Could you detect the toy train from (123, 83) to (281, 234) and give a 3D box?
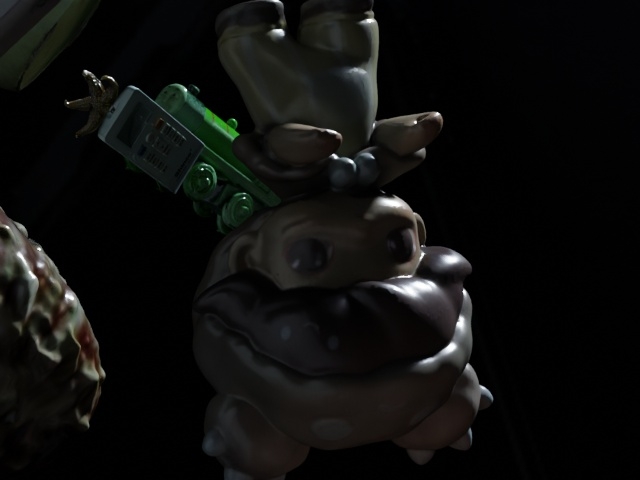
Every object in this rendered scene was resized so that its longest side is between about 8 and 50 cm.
[{"bbox_3d":[-0.121,-0.087,1.702,0.085,0.251,0.119,18,-104,42],"label":"toy train"}]

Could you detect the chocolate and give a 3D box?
[{"bbox_3d":[-0.319,0.073,1.272,0.225,0.340,0.210,-45,-140,-18],"label":"chocolate"}]

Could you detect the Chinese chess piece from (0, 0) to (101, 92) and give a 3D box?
[{"bbox_3d":[-0.293,-0.244,1.536,0.188,0.083,0.188,-51,-175,7],"label":"Chinese chess piece"}]

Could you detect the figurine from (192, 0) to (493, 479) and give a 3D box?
[{"bbox_3d":[0.000,-0.001,1.152,0.203,0.248,0.380,-4,-87,62],"label":"figurine"}]

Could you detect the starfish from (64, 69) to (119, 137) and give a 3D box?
[{"bbox_3d":[-0.282,-0.166,1.849,0.091,0.078,0.028,-59,179,17],"label":"starfish"}]

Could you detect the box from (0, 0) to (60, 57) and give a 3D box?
[{"bbox_3d":[-0.192,-0.162,0.961,0.285,0.044,0.142,-39,-172,18],"label":"box"}]

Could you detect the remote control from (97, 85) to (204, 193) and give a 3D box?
[{"bbox_3d":[-0.165,-0.097,1.437,0.029,0.162,0.061,27,-97,28],"label":"remote control"}]
